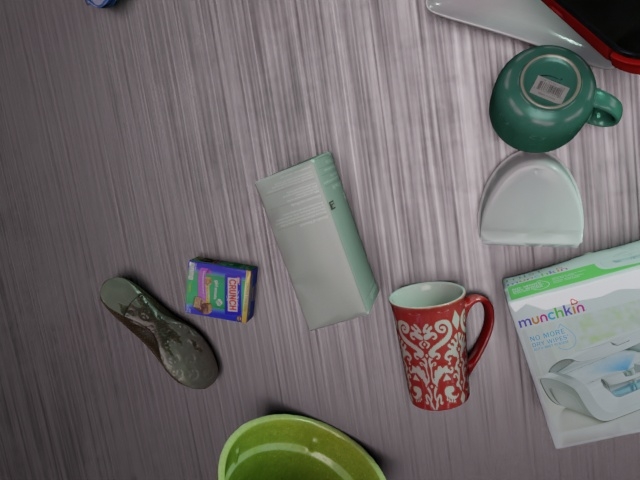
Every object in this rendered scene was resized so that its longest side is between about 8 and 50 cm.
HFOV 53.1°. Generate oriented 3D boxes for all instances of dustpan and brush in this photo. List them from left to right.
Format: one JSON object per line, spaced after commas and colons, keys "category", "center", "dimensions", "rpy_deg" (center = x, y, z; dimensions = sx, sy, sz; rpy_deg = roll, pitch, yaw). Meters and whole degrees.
{"category": "dustpan and brush", "center": [0.304, -0.101, 0.916], "dimensions": [0.147, 0.060, 0.211], "rpy_deg": [2, 109, 10]}

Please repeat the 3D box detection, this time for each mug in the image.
{"category": "mug", "center": [0.187, 0.158, 0.961], "dimensions": [0.150, 0.113, 0.169], "rpy_deg": [-5, 103, 15]}
{"category": "mug", "center": [0.308, -0.195, 0.849], "dimensions": [0.158, 0.097, 0.129], "rpy_deg": [-20, 77, 5]}

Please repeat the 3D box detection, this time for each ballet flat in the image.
{"category": "ballet flat", "center": [-0.274, 0.156, 1.089], "dimensions": [0.250, 0.058, 0.084], "rpy_deg": [42, 71, -4]}

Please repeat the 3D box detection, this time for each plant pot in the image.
{"category": "plant pot", "center": [-0.059, 0.467, 1.016], "dimensions": [0.276, 0.276, 0.254], "rpy_deg": [24, 117, 6]}

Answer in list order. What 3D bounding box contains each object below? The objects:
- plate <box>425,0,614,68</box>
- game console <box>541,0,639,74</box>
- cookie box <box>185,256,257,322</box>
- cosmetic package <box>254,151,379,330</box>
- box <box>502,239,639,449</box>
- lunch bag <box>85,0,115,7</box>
{"category": "plate", "center": [0.311, -0.399, 0.842], "dimensions": [0.277, 0.045, 0.278], "rpy_deg": [19, 108, 3]}
{"category": "game console", "center": [0.386, -0.416, 0.692], "dimensions": [0.386, 0.060, 0.342], "rpy_deg": [-48, 67, 27]}
{"category": "cookie box", "center": [-0.163, 0.080, 1.052], "dimensions": [0.107, 0.040, 0.091], "rpy_deg": [8, 102, 9]}
{"category": "cosmetic package", "center": [0.000, 0.000, 0.958], "dimensions": [0.107, 0.127, 0.238], "rpy_deg": [-21, 98, 16]}
{"category": "box", "center": [0.419, 0.135, 0.899], "dimensions": [0.262, 0.127, 0.231], "rpy_deg": [-17, 99, 16]}
{"category": "lunch bag", "center": [-0.333, -0.402, 0.978], "dimensions": [0.067, 0.065, 0.098], "rpy_deg": [39, 106, -14]}
